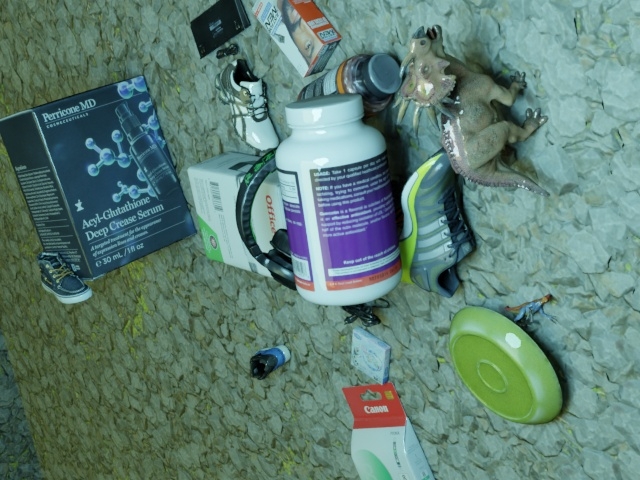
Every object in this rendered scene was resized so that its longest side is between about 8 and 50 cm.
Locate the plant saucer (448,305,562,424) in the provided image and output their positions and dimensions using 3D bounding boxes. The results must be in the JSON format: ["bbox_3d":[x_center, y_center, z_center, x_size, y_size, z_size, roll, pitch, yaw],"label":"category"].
[{"bbox_3d":[0.301,0.222,1.637,0.241,0.037,0.241,38,148,29],"label":"plant saucer"}]

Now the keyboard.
[{"bbox_3d":[-0.196,-0.412,1.911,0.180,0.023,0.108,-17,91,54],"label":"keyboard"}]

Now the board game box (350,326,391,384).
[{"bbox_3d":[0.100,0.231,1.938,0.090,0.020,0.090,30,133,37],"label":"board game box"}]

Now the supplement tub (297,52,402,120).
[{"bbox_3d":[0.052,-0.250,1.640,0.198,0.106,0.106,-20,95,53],"label":"supplement tub"}]

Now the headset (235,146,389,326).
[{"bbox_3d":[0.000,0.000,1.776,0.394,0.243,0.185,57,172,-21],"label":"headset"}]

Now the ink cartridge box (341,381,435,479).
[{"bbox_3d":[0.122,0.410,1.993,0.181,0.056,0.225,-18,98,53],"label":"ink cartridge box"}]

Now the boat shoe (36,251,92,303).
[{"bbox_3d":[-0.572,0.080,2.126,0.183,0.065,0.083,15,126,45],"label":"boat shoe"}]

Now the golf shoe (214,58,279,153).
[{"bbox_3d":[-0.136,-0.262,1.882,0.198,0.077,0.094,56,142,8],"label":"golf shoe"}]

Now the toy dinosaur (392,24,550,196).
[{"bbox_3d":[0.212,-0.169,1.417,0.127,0.200,0.296,-24,93,53],"label":"toy dinosaur"}]

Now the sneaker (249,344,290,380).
[{"bbox_3d":[-0.138,0.284,2.200,0.152,0.084,0.058,-25,91,53],"label":"sneaker"}]

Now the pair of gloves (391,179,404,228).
[{"bbox_3d":[0.137,-0.065,1.727,0.083,0.010,0.074,59,144,11],"label":"pair of gloves"}]

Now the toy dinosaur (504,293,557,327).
[{"bbox_3d":[0.339,0.108,1.567,0.090,0.047,0.082,49,123,35],"label":"toy dinosaur"}]

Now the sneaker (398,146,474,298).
[{"bbox_3d":[0.204,-0.029,1.606,0.121,0.111,0.300,30,139,26],"label":"sneaker"}]

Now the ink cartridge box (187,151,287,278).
[{"bbox_3d":[-0.121,-0.051,1.950,0.289,0.121,0.211,15,122,45],"label":"ink cartridge box"}]

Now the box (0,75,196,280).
[{"bbox_3d":[-0.511,-0.142,2.221,0.212,0.293,0.396,-3,109,50],"label":"box"}]

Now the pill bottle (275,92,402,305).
[{"bbox_3d":[0.028,-0.068,1.569,0.181,0.181,0.323,10,115,47],"label":"pill bottle"}]

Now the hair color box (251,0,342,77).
[{"bbox_3d":[-0.044,-0.385,1.719,0.167,0.053,0.093,52,141,13],"label":"hair color box"}]
